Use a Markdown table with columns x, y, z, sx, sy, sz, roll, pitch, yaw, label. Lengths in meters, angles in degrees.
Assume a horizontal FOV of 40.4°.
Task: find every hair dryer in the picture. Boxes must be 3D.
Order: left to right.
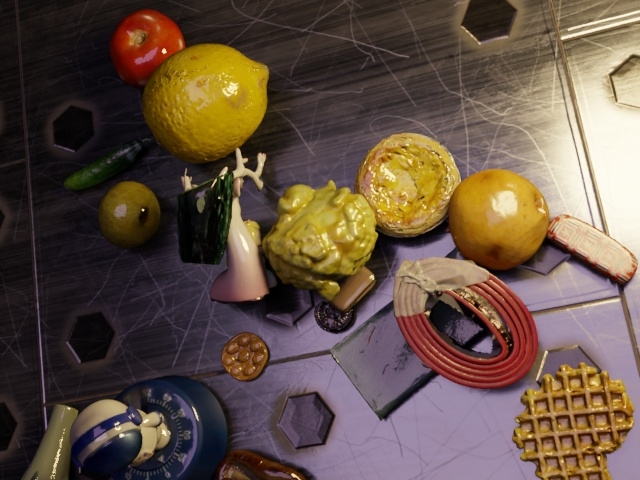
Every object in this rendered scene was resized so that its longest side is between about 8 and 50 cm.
| x | y | z | sx | sy | sz | roll | pitch | yaw | label |
| --- | --- | --- | --- | --- | --- | --- | --- | --- | --- |
| -0.548 | 0.507 | 1.955 | 0.298 | 0.119 | 0.296 | -15 | 66 | 8 | hair dryer |

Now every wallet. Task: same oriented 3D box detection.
| x | y | z | sx | sy | sz | roll | pitch | yaw | label |
| --- | --- | --- | --- | --- | --- | --- | --- | --- | --- |
| 0.037 | 0.077 | 1.903 | 0.118 | 0.039 | 0.153 | -46 | 59 | -8 | wallet |
| 0.216 | 0.189 | 1.835 | 0.379 | 0.046 | 0.190 | -40 | 70 | 4 | wallet |

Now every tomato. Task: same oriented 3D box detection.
| x | y | z | sx | sy | sz | roll | pitch | yaw | label |
| --- | --- | --- | --- | --- | --- | --- | --- | --- | --- |
| -0.416 | -0.459 | 2.110 | 0.195 | 0.136 | 0.195 | -4 | 74 | 15 | tomato |

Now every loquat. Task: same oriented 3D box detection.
| x | y | z | sx | sy | sz | roll | pitch | yaw | label |
| --- | --- | --- | --- | --- | --- | --- | --- | --- | --- |
| 0.357 | -0.043 | 1.770 | 0.208 | 0.208 | 0.208 | -3 | 77 | 15 | loquat |

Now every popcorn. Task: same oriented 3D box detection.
| x | y | z | sx | sy | sz | roll | pitch | yaw | label |
| --- | --- | --- | --- | --- | --- | --- | --- | --- | --- |
| 0.000 | 0.000 | 1.828 | 0.256 | 0.195 | 0.255 | -29 | 59 | 19 | popcorn |

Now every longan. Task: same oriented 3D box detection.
| x | y | z | sx | sy | sz | roll | pitch | yaw | label |
| --- | --- | --- | --- | --- | --- | --- | --- | --- | --- |
| -0.453 | -0.060 | 2.039 | 0.145 | 0.176 | 0.154 | 45 | 66 | -20 | longan |

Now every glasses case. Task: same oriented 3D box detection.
| x | y | z | sx | sy | sz | roll | pitch | yaw | label |
| --- | --- | --- | --- | --- | --- | --- | --- | --- | --- |
| 0.556 | 0.015 | 1.775 | 0.194 | 0.049 | 0.073 | 35 | 88 | 20 | glasses case |

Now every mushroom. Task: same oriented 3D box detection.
| x | y | z | sx | sy | sz | roll | pitch | yaw | label |
| --- | --- | --- | --- | --- | --- | --- | --- | --- | --- |
| -0.138 | 0.516 | 1.769 | 0.227 | 0.217 | 0.148 | 11 | 80 | 16 | mushroom |

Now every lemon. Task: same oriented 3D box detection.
| x | y | z | sx | sy | sz | roll | pitch | yaw | label |
| --- | --- | --- | --- | --- | --- | --- | --- | --- | --- |
| -0.256 | -0.315 | 1.969 | 0.310 | 0.258 | 0.258 | -25 | 72 | 10 | lemon |

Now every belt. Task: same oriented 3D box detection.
| x | y | z | sx | sy | sz | roll | pitch | yaw | label |
| --- | --- | --- | --- | --- | --- | --- | --- | --- | --- |
| 0.278 | 0.159 | 1.733 | 0.324 | 0.115 | 0.227 | 36 | 92 | 12 | belt |

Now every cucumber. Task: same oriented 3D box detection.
| x | y | z | sx | sy | sz | roll | pitch | yaw | label |
| --- | --- | --- | --- | --- | --- | --- | --- | --- | --- |
| -0.519 | -0.183 | 2.121 | 0.250 | 0.056 | 0.056 | -29 | 72 | 11 | cucumber |
| -0.240 | -0.046 | 1.767 | 0.115 | 0.086 | 0.193 | 4 | 97 | -1 | cucumber |

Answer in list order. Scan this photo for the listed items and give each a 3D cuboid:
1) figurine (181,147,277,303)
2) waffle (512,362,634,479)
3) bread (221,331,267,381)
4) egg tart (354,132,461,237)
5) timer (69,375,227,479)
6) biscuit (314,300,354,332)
| x | y | z | sx | sy | sz | roll | pitch | yaw | label |
| --- | --- | --- | --- | --- | --- | --- | --- | --- | --- |
| -0.210 | -0.038 | 1.926 | 0.206 | 0.284 | 0.315 | -9 | 100 | 4 | figurine |
| 0.510 | 0.372 | 1.707 | 0.253 | 0.056 | 0.249 | -41 | 71 | 3 | waffle |
| -0.170 | 0.259 | 1.939 | 0.110 | 0.024 | 0.110 | -3 | 78 | 15 | bread |
| 0.188 | -0.117 | 1.886 | 0.234 | 0.094 | 0.234 | -2 | 80 | 13 | egg tart |
| -0.379 | 0.404 | 1.777 | 0.270 | 0.383 | 0.270 | -3 | 78 | 15 | timer |
| 0.031 | 0.160 | 1.903 | 0.087 | 0.027 | 0.089 | 39 | 91 | 19 | biscuit |
